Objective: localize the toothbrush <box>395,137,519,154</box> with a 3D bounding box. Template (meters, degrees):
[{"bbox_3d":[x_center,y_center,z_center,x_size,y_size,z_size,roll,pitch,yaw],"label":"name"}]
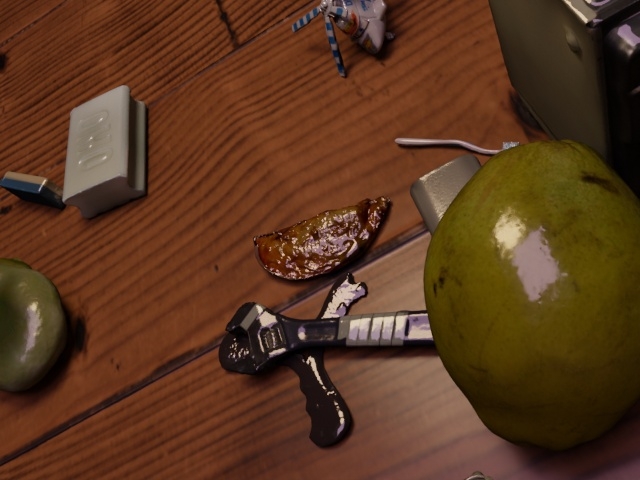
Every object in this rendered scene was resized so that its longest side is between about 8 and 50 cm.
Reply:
[{"bbox_3d":[0.164,-0.116,0.846,0.162,0.014,0.017,7,79,32],"label":"toothbrush"}]

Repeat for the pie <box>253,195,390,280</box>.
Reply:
[{"bbox_3d":[-0.001,0.002,0.852,0.191,0.033,0.088,-18,59,18],"label":"pie"}]

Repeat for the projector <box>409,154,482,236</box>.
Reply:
[{"bbox_3d":[0.155,-0.031,0.752,0.083,0.083,0.082,-28,52,11],"label":"projector"}]

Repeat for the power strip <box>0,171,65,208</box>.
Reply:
[{"bbox_3d":[-0.477,-0.085,1.145,0.123,0.056,0.032,11,69,33],"label":"power strip"}]

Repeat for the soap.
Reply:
[{"bbox_3d":[-0.342,-0.143,1.103,0.119,0.066,0.198,-20,54,14],"label":"soap"}]

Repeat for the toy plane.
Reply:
[{"bbox_3d":[0.017,-0.386,0.997,0.107,0.182,0.273,-14,58,-34],"label":"toy plane"}]

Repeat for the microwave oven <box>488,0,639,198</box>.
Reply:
[{"bbox_3d":[0.379,-0.241,0.611,0.394,0.333,0.247,-30,56,9],"label":"microwave oven"}]

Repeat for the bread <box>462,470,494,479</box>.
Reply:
[{"bbox_3d":[0.174,0.303,0.551,0.173,0.064,0.231,-12,58,21],"label":"bread"}]

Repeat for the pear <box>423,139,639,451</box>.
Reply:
[{"bbox_3d":[0.194,0.045,0.605,0.213,0.212,0.269,-3,87,27],"label":"pear"}]

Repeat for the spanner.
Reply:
[{"bbox_3d":[0.031,0.106,0.764,0.316,0.024,0.087,-5,60,23],"label":"spanner"}]

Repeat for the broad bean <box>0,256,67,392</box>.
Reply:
[{"bbox_3d":[-0.441,0.113,0.986,0.169,0.100,0.228,-38,63,13],"label":"broad bean"}]

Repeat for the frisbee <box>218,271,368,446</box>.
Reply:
[{"bbox_3d":[-0.015,0.114,0.801,0.211,0.012,0.187,24,74,37],"label":"frisbee"}]
